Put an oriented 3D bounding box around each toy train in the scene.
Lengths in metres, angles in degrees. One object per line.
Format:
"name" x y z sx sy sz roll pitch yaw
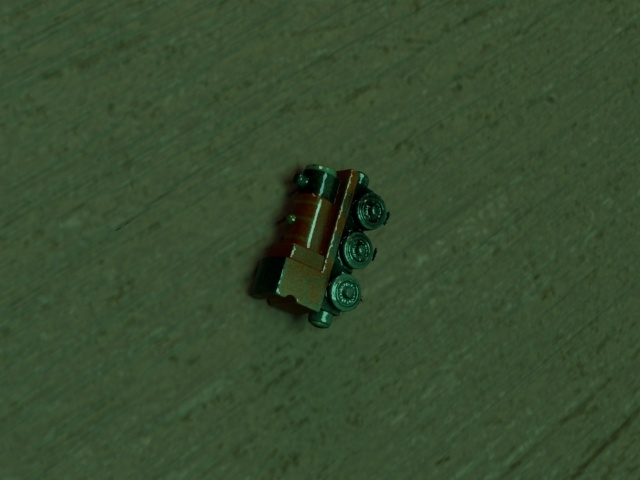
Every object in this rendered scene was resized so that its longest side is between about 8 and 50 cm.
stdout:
"toy train" 0.000 0.000 1.122 0.064 0.044 0.103 26 73 -30
